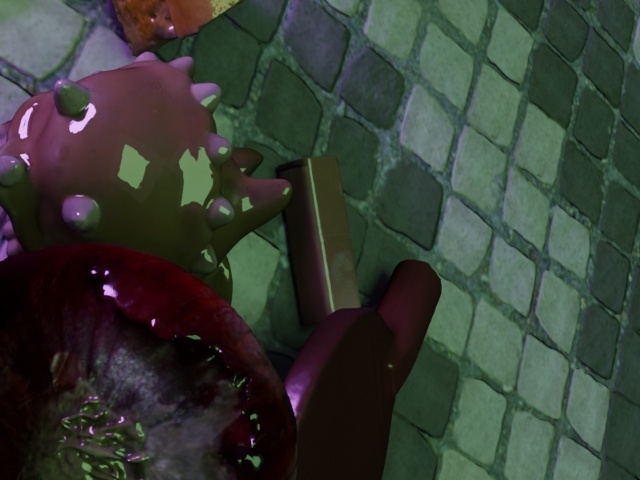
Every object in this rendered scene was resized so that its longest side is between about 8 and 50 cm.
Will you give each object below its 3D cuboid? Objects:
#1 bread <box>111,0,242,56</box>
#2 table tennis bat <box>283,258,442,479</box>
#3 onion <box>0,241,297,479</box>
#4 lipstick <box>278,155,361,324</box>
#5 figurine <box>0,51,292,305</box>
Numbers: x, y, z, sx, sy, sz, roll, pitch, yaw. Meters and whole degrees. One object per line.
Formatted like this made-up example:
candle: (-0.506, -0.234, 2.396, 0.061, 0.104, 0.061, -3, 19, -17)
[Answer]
bread: (-0.094, -0.252, 0.913, 0.160, 0.140, 0.169, -24, 97, -36)
table tennis bat: (0.024, 0.160, 0.925, 0.415, 0.051, 0.268, -60, 152, -46)
onion: (-0.136, 0.134, 0.738, 0.195, 0.272, 0.272, 1, 80, -69)
lipstick: (0.000, 0.000, 1.004, 0.045, 0.045, 0.145, -7, 87, -44)
figurine: (-0.116, -0.041, 0.822, 0.247, 0.173, 0.177, 25, 65, -36)
